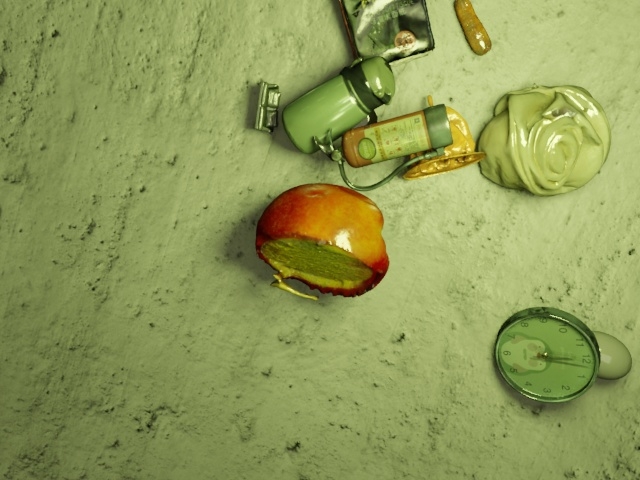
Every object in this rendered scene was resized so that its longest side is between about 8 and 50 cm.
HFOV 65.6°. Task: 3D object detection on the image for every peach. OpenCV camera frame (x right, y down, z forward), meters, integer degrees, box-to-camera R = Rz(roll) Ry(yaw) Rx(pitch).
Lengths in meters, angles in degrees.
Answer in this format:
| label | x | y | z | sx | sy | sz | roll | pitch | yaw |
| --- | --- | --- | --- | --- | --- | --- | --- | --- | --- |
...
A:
| label | x | y | z | sx | sy | sz | roll | pitch | yaw |
| --- | --- | --- | --- | --- | --- | --- | --- | --- | --- |
| peach | 0.018 | -0.010 | 1.510 | 0.406 | 0.310 | 0.335 | 10 | 140 | 11 |

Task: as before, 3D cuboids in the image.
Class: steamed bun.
| label | x | y | z | sx | sy | sz | roll | pitch | yaw |
| --- | --- | --- | --- | --- | --- | --- | --- | --- | --- |
| steamed bun | 0.668 | -0.294 | 1.467 | 0.368 | 0.255 | 0.342 | -3 | 103 | 3 |

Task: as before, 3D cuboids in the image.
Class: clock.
| label | x | y | z | sx | sy | sz | roll | pitch | yaw |
| --- | --- | --- | --- | --- | --- | --- | --- | --- | --- |
| clock | 0.734 | 0.375 | 1.619 | 0.319 | 0.066 | 0.318 | 7 | 105 | 26 |

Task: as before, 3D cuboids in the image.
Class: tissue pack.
| label | x | y | z | sx | sy | sz | roll | pitch | yaw |
| --- | --- | --- | --- | --- | --- | --- | --- | --- | --- |
| tissue pack | 0.185 | -0.687 | 1.472 | 0.245 | 0.123 | 0.332 | -15 | 100 | 2 |

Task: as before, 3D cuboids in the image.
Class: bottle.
| label | x | y | z | sx | sy | sz | roll | pitch | yaw |
| --- | --- | --- | --- | --- | --- | --- | --- | --- | --- |
| bottle | 0.060 | -0.403 | 1.461 | 0.347 | 0.168 | 0.168 | -27 | 99 | 26 |

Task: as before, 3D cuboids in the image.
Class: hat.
| label | x | y | z | sx | sy | sz | roll | pitch | yaw |
| --- | --- | --- | --- | --- | --- | --- | --- | --- | --- |
| hat | 0.352 | -0.334 | 1.528 | 0.234 | 0.244 | 0.233 | -7 | 83 | -34 |

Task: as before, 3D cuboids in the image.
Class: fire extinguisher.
| label | x | y | z | sx | sy | sz | roll | pitch | yaw |
| --- | --- | --- | --- | --- | --- | --- | --- | --- | --- |
| fire extinguisher | 0.182 | -0.250 | 1.406 | 0.376 | 0.113 | 0.200 | -10 | 97 | 17 |

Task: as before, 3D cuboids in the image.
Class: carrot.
| label | x | y | z | sx | sy | sz | roll | pitch | yaw |
| --- | --- | --- | --- | --- | --- | --- | --- | --- | --- |
| carrot | 0.459 | -0.648 | 1.505 | 0.060 | 0.060 | 0.186 | -30 | 96 | 7 |

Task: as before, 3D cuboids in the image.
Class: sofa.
| label | x | y | z | sx | sy | sz | roll | pitch | yaw |
| --- | --- | --- | --- | --- | --- | --- | --- | --- | --- |
| sofa | -0.161 | -0.414 | 1.552 | 0.060 | 0.085 | 0.147 | 10 | 100 | 3 |

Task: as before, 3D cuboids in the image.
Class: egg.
| label | x | y | z | sx | sy | sz | roll | pitch | yaw |
| --- | --- | --- | --- | --- | --- | --- | --- | --- | --- |
| egg | 0.923 | 0.376 | 1.638 | 0.199 | 0.146 | 0.146 | 34 | 100 | 4 |

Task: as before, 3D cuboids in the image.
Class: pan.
| label | x | y | z | sx | sy | sz | roll | pitch | yaw |
| --- | --- | --- | --- | --- | --- | --- | --- | --- | --- |
| pan | 0.079 | -0.390 | 1.567 | 0.202 | 0.048 | 0.128 | 16 | 102 | -1 |
